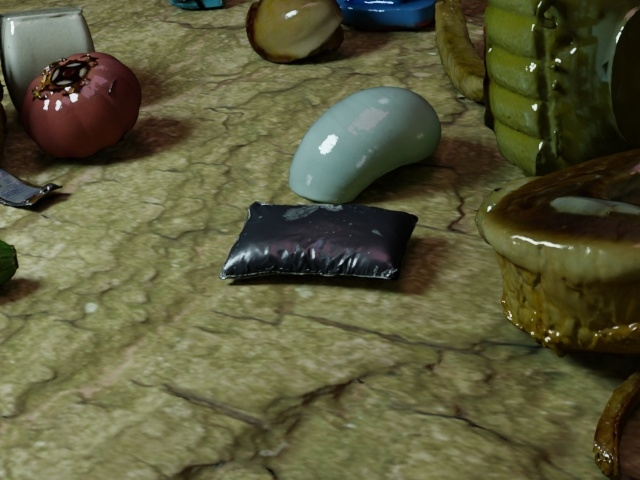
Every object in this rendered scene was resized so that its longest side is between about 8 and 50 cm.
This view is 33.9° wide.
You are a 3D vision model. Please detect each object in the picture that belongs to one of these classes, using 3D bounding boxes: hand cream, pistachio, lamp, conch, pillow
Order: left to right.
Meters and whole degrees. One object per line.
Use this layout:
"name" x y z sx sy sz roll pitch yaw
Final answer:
"hand cream" -0.432 -0.077 1.449 0.163 0.039 0.062 19 35 30
"lamp" -0.349 -0.193 1.552 0.182 0.140 0.182 -12 42 11
"pistachio" -0.047 -0.386 1.867 0.210 0.130 0.165 12 73 31
"pillow" 0.000 0.000 1.192 0.208 0.055 0.141 1 37 16
"conch" 0.052 -0.130 1.383 0.221 0.121 0.185 -31 7 -31

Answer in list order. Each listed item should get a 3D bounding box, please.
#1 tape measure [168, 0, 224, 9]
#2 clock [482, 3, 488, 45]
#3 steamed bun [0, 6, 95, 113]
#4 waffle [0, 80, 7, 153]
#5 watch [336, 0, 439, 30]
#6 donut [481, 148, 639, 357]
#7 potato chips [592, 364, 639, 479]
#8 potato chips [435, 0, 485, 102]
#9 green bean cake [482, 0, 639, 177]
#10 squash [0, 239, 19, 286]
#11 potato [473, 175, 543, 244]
"tape measure" -0.265 -0.538 2.236 0.125 0.080 0.146 -2 27 1
"clock" 0.322 -0.388 1.804 0.061 0.113 0.155 15 29 0
"steamed bun" -0.445 -0.294 1.714 0.146 0.164 0.242 -12 16 -18
"waffle" -0.554 -0.241 1.541 0.151 0.261 0.324 -17 26 -4
"watch" 0.148 -0.560 1.985 0.242 0.274 0.305 8 36 26
"donut" 0.327 0.006 0.994 0.330 0.159 0.330 -15 13 3
"potato chips" 0.276 0.135 0.906 0.037 0.026 0.204 17 34 29
"potato chips" 0.232 -0.288 1.665 0.057 0.080 0.407 5 29 -9
"green bean cake" 0.360 -0.222 1.260 0.285 0.309 0.202 -14 26 -10
"squash" -0.456 0.036 1.197 0.219 0.068 0.077 -5 43 2
"potato" 0.241 -0.035 1.185 0.138 0.070 0.091 -17 30 -20
